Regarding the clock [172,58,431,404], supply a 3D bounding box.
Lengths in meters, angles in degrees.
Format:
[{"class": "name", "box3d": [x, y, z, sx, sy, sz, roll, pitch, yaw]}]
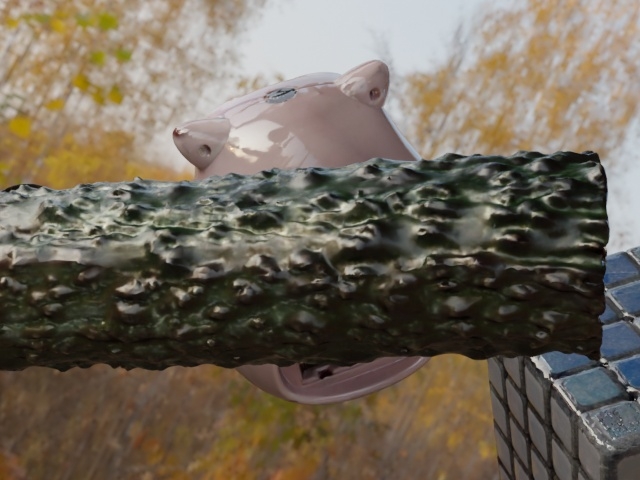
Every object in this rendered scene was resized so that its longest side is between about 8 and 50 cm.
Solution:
[{"class": "clock", "box3d": [0.000, 0.000, 1.497, 0.250, 0.368, 0.377, -119, -168, -55]}]

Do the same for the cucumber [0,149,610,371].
[{"class": "cucumber", "box3d": [-0.055, 0.013, 0.576, 0.359, 0.096, 0.096, -2, -8, 9]}]

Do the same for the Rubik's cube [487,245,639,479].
[{"class": "Rubik's cube", "box3d": [0.286, 0.162, 1.057, 0.237, 0.236, 0.238, -122, -162, -55]}]

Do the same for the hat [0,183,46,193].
[{"class": "hat", "box3d": [-0.272, 0.009, 1.174, 0.121, 0.121, 0.050, 28, 14, -31]}]
